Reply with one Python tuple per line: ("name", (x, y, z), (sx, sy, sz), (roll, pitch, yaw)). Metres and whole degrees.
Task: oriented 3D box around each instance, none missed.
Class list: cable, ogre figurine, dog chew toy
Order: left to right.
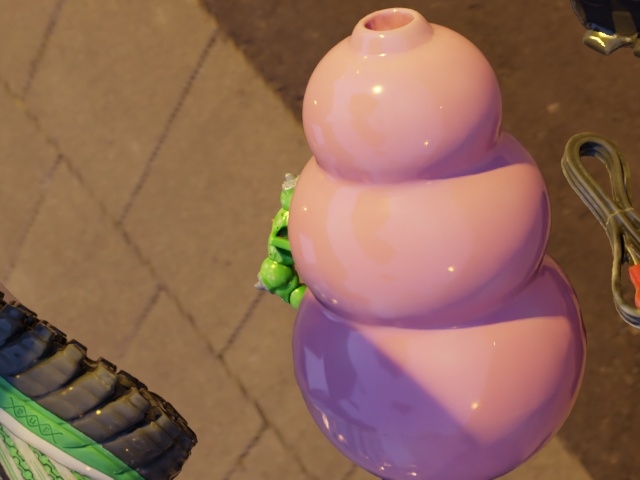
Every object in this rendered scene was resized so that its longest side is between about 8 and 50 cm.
("ogre figurine", (0.000, 0.000, 1.874), (0.118, 0.097, 0.197), (14, 125, -7))
("dog chew toy", (0.070, 0.003, 1.139), (0.206, 0.206, 0.332), (19, 129, 41))
("cable", (0.303, 0.009, 1.645), (0.287, 0.139, 0.072), (51, 151, 40))

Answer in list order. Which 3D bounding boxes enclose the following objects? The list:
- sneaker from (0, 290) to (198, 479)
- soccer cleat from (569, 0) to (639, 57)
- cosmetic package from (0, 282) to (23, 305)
("sneaker", (-0.237, 0.056, 0.809), (0.343, 0.146, 0.134), (34, 174, 1))
("soccer cleat", (0.286, -0.159, 1.029), (0.289, 0.121, 0.093), (16, 144, 40))
("cosmetic package", (-0.290, 0.082, 1.122), (0.296, 0.129, 0.153), (42, 107, 9))
